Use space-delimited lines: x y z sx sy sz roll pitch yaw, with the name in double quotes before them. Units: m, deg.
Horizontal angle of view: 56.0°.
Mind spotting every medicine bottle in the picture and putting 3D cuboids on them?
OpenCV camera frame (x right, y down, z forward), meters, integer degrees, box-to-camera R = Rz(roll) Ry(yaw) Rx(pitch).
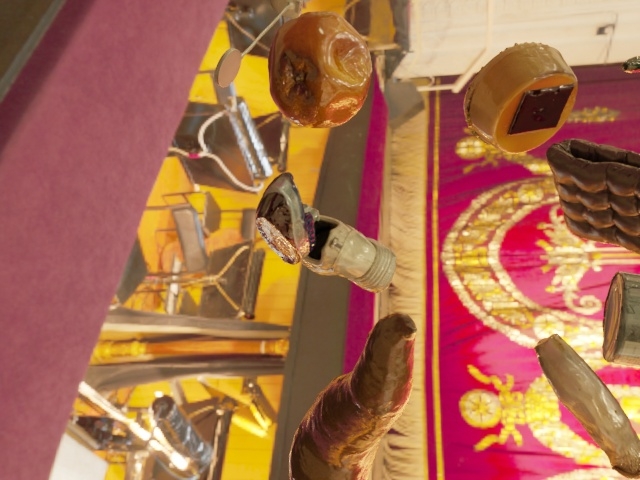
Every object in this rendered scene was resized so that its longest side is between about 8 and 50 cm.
"medicine bottle" 0.895 0.216 1.532 0.245 0.289 0.245 7 90 -74

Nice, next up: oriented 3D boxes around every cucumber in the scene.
"cucumber" 0.769 -0.418 1.424 0.039 0.167 0.039 174 -90 -68

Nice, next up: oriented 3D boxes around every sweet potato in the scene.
"sweet potato" 0.014 0.118 0.360 0.069 0.059 0.250 52 -34 40

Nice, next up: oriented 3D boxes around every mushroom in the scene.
"mushroom" 0.558 0.341 1.235 0.351 0.095 0.123 53 11 -9

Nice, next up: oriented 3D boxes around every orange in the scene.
"orange" -0.020 -0.361 1.299 0.183 0.248 0.249 -27 117 -54

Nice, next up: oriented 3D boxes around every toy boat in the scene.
"toy boat" -0.054 -0.044 1.159 0.115 0.114 0.262 -55 161 -16

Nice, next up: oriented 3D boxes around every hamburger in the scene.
"hamburger" 0.510 -0.369 1.560 0.300 0.300 0.176 76 -10 -51

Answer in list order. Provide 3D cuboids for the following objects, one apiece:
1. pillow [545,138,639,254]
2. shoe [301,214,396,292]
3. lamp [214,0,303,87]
"pillow" 0.573 -0.065 1.085 0.326 0.101 0.228 34 -21 53
"shoe" 0.000 0.000 1.359 0.210 0.342 0.132 30 84 -36
"lamp" -0.093 -0.277 0.800 0.198 0.056 0.050 -55 169 -32
